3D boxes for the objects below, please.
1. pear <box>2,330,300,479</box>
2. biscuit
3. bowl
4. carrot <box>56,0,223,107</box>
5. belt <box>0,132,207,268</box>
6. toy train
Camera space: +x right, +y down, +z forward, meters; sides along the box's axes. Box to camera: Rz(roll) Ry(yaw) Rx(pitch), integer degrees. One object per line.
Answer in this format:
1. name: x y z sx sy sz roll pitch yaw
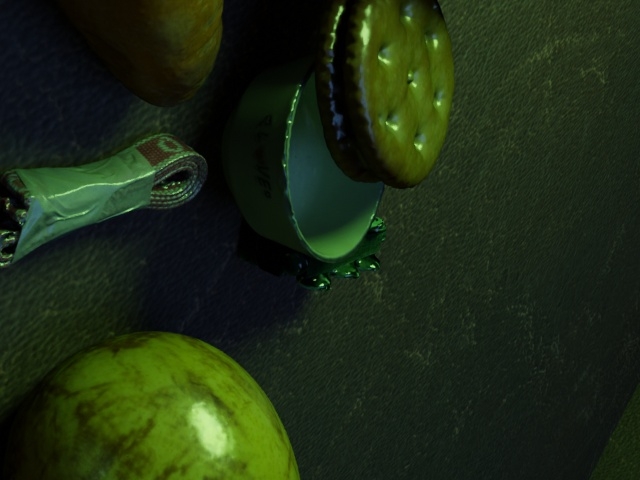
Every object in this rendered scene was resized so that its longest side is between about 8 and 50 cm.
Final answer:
1. pear: -0.148 0.224 0.885 0.281 0.281 0.280 -30 132 -39
2. biscuit: 0.067 -0.159 0.928 0.220 0.066 0.220 -15 107 -59
3. bowl: -0.023 -0.088 0.961 0.211 0.112 0.211 -16 109 -56
4. carrot: -0.142 -0.204 0.755 0.159 0.159 0.225 -46 154 -25
5. belt: -0.199 -0.042 0.837 0.232 0.053 0.071 -26 138 -41
6. toy train: 0.000 0.000 1.074 0.170 0.111 0.071 -19 126 -50
